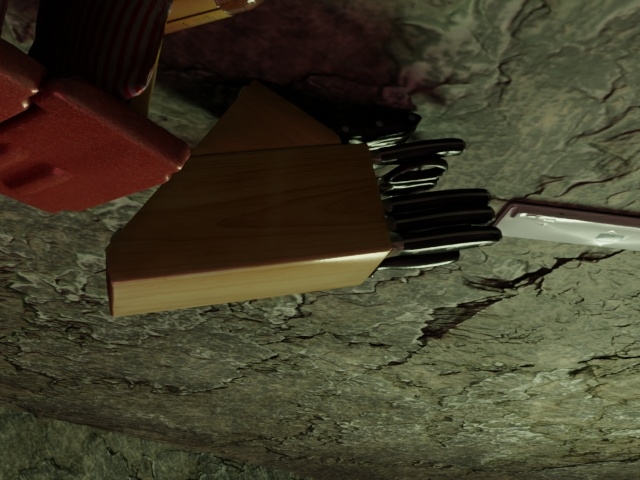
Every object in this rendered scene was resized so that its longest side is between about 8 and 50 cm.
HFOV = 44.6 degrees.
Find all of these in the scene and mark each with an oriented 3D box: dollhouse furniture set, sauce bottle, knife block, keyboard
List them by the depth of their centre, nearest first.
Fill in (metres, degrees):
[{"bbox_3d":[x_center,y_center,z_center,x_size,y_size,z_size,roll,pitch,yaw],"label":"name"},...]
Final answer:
[{"bbox_3d":[-0.038,-0.161,0.294,0.374,0.201,0.152,-14,151,36],"label":"dollhouse furniture set"},{"bbox_3d":[-0.064,-0.161,0.496,0.128,0.042,0.042,-7,155,22],"label":"sauce bottle"},{"bbox_3d":[0.000,0.000,0.626,0.242,0.275,0.088,35,154,2],"label":"knife block"},{"bbox_3d":[0.314,-0.009,0.837,0.256,0.014,0.072,7,161,-6],"label":"keyboard"}]

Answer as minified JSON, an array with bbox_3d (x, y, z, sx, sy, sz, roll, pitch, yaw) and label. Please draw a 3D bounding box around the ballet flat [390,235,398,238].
[{"bbox_3d":[-0.014,-0.029,0.776,0.203,0.074,0.074,13,155,-6],"label":"ballet flat"}]
